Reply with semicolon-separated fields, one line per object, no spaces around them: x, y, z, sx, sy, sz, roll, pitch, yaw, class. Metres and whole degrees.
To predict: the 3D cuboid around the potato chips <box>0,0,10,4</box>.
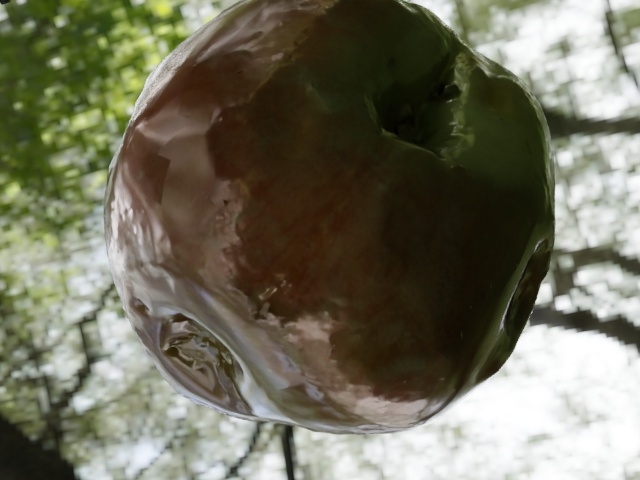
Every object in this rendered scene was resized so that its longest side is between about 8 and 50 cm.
-0.163;-0.160;0.635;0.029;0.202;0.220;34;-130;-57;potato chips

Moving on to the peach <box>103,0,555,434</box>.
0.000;0.000;0.855;0.214;0.235;0.214;13;-129;-16;peach
